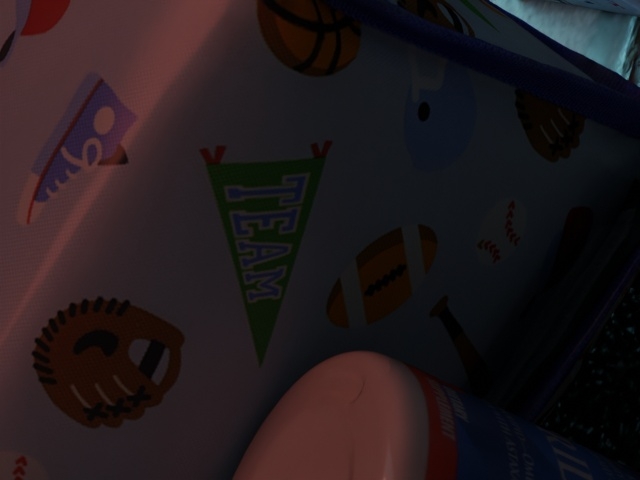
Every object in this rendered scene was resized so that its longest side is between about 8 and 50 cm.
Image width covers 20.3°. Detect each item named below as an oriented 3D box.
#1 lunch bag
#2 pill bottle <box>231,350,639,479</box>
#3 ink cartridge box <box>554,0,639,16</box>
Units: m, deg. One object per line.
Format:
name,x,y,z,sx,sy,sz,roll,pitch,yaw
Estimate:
lunch bag,-0.015,0.027,0.786,0.239,0.385,0.328,42,105,38
pill bottle,0.080,0.134,0.638,0.124,0.221,0.124,-45,30,36
ink cartridge box,0.113,-0.199,1.014,0.082,0.139,0.190,-61,24,3
